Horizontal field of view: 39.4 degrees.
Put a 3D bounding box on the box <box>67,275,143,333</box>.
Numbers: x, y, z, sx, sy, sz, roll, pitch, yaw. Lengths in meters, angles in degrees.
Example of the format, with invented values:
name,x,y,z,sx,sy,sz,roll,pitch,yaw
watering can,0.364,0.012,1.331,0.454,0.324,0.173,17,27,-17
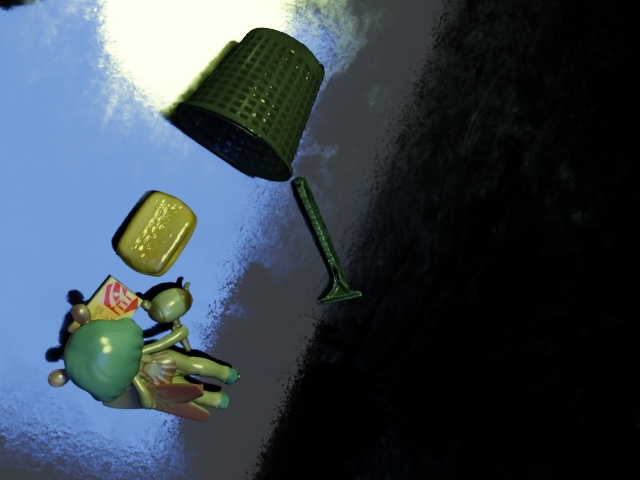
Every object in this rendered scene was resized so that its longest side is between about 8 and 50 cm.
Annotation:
name,x,y,z,sx,sy,sz,roll,pitch,yaw
box,-0.293,0.102,1.223,0.058,0.015,0.093,41,83,-21

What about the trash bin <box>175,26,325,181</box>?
name,x,y,z,sx,sy,sz,roll,pitch,yaw
trash bin,-0.081,-0.191,1.194,0.175,0.175,0.161,32,75,-19

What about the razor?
name,x,y,z,sx,sy,sz,roll,pitch,yaw
razor,0.002,-0.002,1.307,0.066,0.033,0.190,-16,100,26

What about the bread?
name,x,y,z,sx,sy,sz,roll,pitch,yaw
bread,-0.221,-0.005,1.214,0.082,0.056,0.115,27,74,-1

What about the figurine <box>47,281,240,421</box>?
name,x,y,z,sx,sy,sz,roll,pitch,yaw
figurine,-0.217,0.155,1.205,0.260,0.103,0.205,23,92,-32
